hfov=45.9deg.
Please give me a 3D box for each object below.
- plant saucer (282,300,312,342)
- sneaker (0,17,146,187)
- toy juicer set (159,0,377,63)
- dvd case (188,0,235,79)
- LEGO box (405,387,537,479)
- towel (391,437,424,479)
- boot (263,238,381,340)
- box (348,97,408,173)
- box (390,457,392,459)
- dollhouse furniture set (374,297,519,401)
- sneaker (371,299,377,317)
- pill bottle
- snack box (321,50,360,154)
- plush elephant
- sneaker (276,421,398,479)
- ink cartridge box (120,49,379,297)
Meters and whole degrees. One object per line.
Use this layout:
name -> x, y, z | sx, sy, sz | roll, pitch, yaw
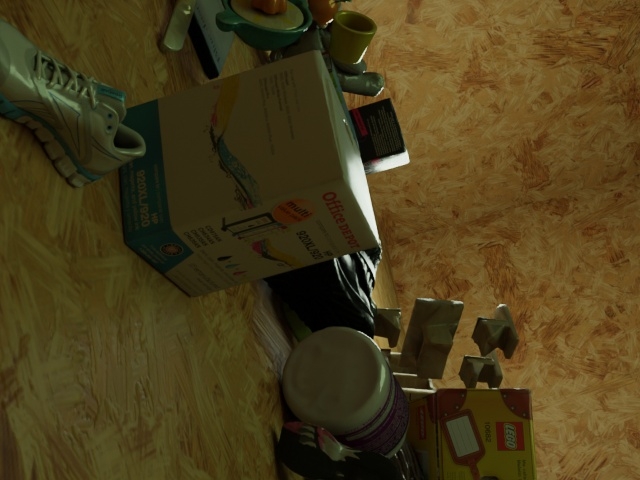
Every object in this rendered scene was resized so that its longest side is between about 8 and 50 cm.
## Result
plant saucer -> -0.024, 0.118, 1.434 | 0.188, 0.045, 0.188 | -96, 167, -46
sneaker -> -0.206, -0.119, 0.613 | 0.190, 0.083, 0.071 | 57, 21, -58
toy juicer set -> -0.093, -0.360, 1.135 | 0.089, 0.329, 0.209 | 109, -32, -41
dvd case -> -0.201, -0.400, 1.304 | 0.253, 0.022, 0.180 | -89, 161, -60
LEGO box -> 0.293, 0.565, 1.530 | 0.372, 0.193, 0.499 | 108, -17, -74
towel -> 0.169, 0.569, 1.555 | 0.187, 0.049, 0.282 | -107, -162, -78
boot -> -0.003, 0.002, 1.317 | 0.260, 0.131, 0.348 | -80, 148, -50
box -> 0.073, -0.236, 1.897 | 0.165, 0.271, 0.143 | 22, 53, -79
box -> 0.156, 0.556, 1.739 | 0.054, 0.059, 0.168 | -56, 130, -81
dollhouse furniture set -> 0.256, 0.285, 1.947 | 0.256, 0.362, 0.394 | -94, -169, -54
sneaker -> 0.047, 0.153, 1.640 | 0.234, 0.078, 0.106 | 34, 49, -48
pill bottle -> 0.056, 0.275, 1.263 | 0.301, 0.169, 0.169 | 61, 16, -55
snack box -> -0.058, -0.193, 1.227 | 0.070, 0.207, 0.174 | -99, 171, -45
plush elephant -> -0.018, -0.497, 1.801 | 0.330, 0.272, 0.255 | -6, 107, -58
sneaker -> 0.022, 0.313, 1.046 | 0.072, 0.178, 0.077 | -62, 160, -21
ink cartridge box -> -0.075, -0.066, 0.830 | 0.171, 0.233, 0.168 | 57, 19, -61
